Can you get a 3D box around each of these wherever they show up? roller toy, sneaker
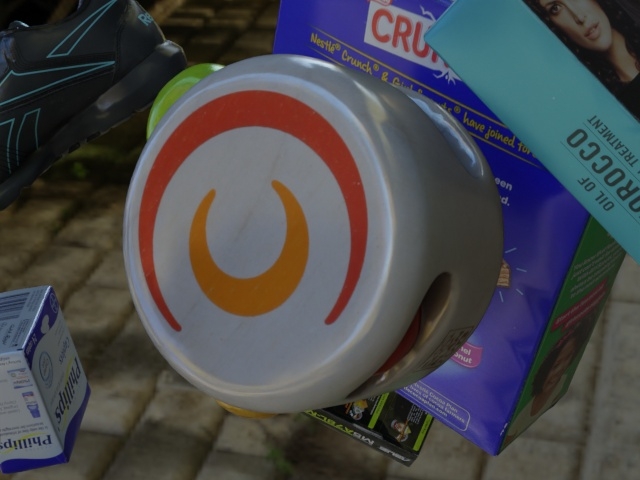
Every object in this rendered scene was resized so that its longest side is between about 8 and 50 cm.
[{"bbox_3d":[0.000,0.000,0.655,0.146,0.191,0.209,3,-95,-60],"label":"roller toy"},{"bbox_3d":[-0.229,-0.092,0.844,0.267,0.101,0.106,-40,-71,-18],"label":"sneaker"}]

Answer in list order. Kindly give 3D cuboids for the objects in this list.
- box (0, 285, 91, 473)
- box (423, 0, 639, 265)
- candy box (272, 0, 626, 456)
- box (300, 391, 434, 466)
[{"bbox_3d":[-0.290,0.136,1.138,0.126,0.072,0.137,-88,-13,-62],"label":"box"},{"bbox_3d":[0.172,-0.048,0.554,0.100,0.244,0.060,-44,0,-38],"label":"box"},{"bbox_3d":[0.089,-0.045,0.841,0.122,0.268,0.317,-33,-35,-43],"label":"candy box"},{"bbox_3d":[0.050,0.107,1.183,0.191,0.184,0.045,-63,-1,-28],"label":"box"}]
